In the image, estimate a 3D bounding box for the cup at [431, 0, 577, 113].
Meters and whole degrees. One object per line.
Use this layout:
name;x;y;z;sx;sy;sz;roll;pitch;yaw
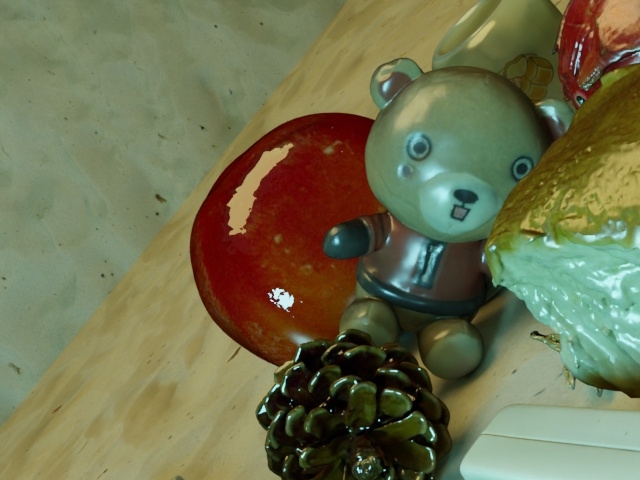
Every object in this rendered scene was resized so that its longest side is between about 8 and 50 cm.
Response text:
cup;0.232;-0.188;1.944;0.255;0.202;0.173;-29;22;53

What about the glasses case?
glasses case;0.218;0.180;1.051;0.070;0.131;0.313;-50;14;-17

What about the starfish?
starfish;0.244;0.095;1.417;0.133;0.041;0.130;-49;20;-23

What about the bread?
bread;0.300;-0.013;1.168;0.279;0.225;0.250;-20;27;55

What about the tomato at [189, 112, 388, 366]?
tomato;0.000;0.000;1.914;0.325;0.290;0.293;-50;7;-7

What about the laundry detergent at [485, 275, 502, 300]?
laundry detergent;0.200;-0.025;1.818;0.225;0.070;0.099;-69;1;-50

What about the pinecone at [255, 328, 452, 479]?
pinecone;0.039;0.187;1.503;0.185;0.169;0.212;-57;27;1

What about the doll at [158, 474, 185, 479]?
doll;-0.229;0.355;2.013;0.129;0.081;0.207;-43;9;-23

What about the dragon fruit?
dragon fruit;0.359;-0.199;1.550;0.252;0.241;0.241;-12;17;2

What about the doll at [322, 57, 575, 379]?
doll;0.132;-0.023;1.632;0.174;0.235;0.329;-72;-2;-70
